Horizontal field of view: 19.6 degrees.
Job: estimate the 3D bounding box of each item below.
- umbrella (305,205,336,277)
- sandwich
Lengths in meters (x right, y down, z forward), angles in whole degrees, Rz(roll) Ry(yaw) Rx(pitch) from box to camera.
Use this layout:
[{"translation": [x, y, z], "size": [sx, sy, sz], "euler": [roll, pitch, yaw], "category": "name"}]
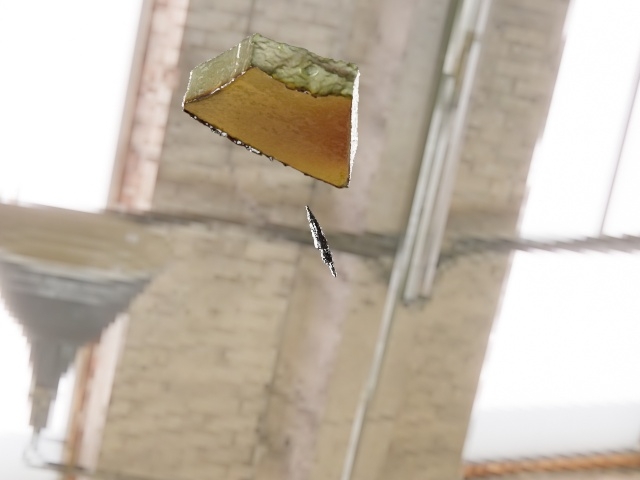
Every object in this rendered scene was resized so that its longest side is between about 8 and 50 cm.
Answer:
[{"translation": [0.001, 0.002, 1.933], "size": [0.013, 0.022, 0.122], "euler": [-18, -143, -3], "category": "umbrella"}, {"translation": [-0.008, -0.122, 1.723], "size": [0.193, 0.058, 0.162], "euler": [26, 153, -28], "category": "sandwich"}]
